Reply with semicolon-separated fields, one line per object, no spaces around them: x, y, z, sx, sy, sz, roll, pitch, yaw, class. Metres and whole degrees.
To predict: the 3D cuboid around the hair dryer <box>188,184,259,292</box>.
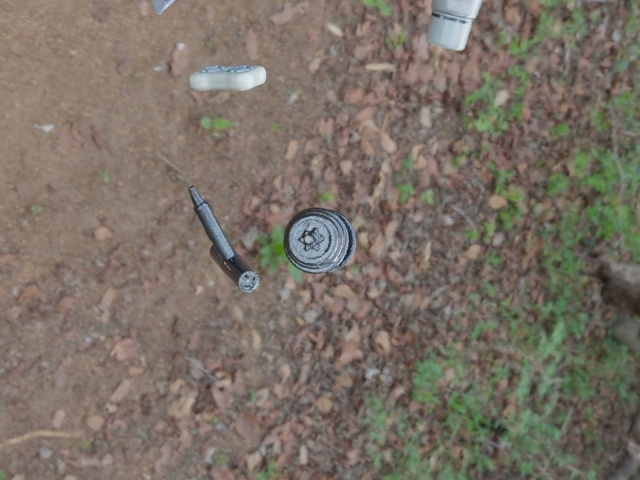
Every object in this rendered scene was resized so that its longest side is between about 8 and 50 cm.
-0.193;-0.009;1.668;0.050;0.173;0.195;-33;122;-14;hair dryer

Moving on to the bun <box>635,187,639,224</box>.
0.762;-0.030;1.617;0.359;0.359;0.211;17;69;-51;bun

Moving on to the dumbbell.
0.000;0.000;1.315;0.208;0.099;0.099;5;105;-81;dumbbell

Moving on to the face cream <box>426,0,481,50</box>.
0.280;-0.527;1.698;0.143;0.089;0.315;7;112;-17;face cream

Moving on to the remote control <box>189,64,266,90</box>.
-0.151;-0.266;1.436;0.074;0.122;0.032;-39;127;-52;remote control

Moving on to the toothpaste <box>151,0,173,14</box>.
-0.177;-0.562;1.591;0.371;0.125;0.080;-38;138;12;toothpaste
